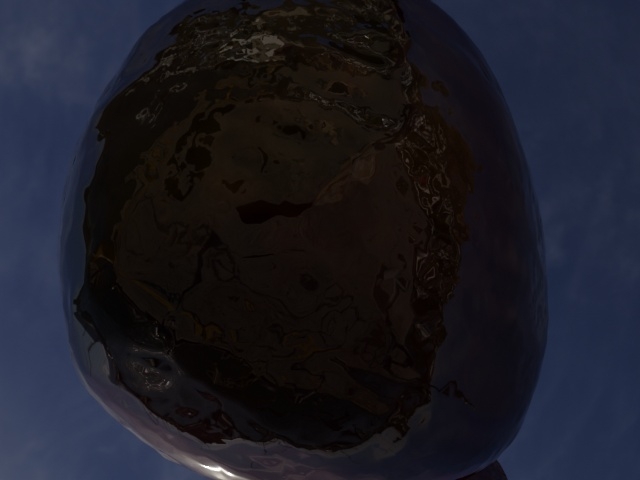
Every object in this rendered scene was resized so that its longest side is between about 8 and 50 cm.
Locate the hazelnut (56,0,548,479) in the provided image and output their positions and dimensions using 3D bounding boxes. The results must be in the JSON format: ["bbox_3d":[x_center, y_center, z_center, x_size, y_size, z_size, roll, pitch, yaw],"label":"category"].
[{"bbox_3d":[0.000,0.000,0.792,0.352,0.421,0.421,-36,-103,20],"label":"hazelnut"}]

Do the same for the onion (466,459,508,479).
[{"bbox_3d":[0.112,0.321,1.066,0.159,0.267,0.349,-12,-64,-14],"label":"onion"}]
